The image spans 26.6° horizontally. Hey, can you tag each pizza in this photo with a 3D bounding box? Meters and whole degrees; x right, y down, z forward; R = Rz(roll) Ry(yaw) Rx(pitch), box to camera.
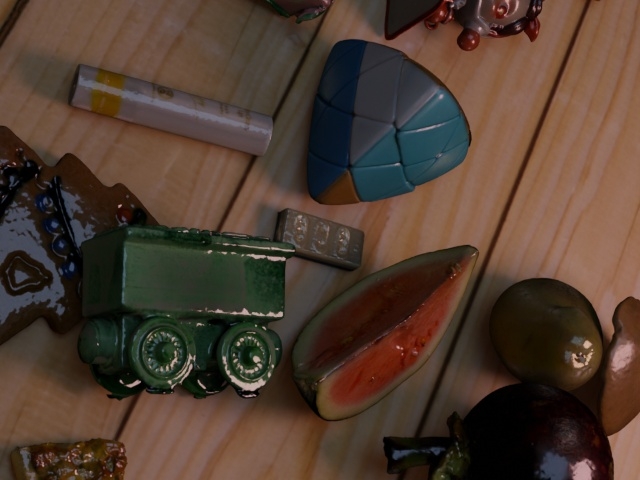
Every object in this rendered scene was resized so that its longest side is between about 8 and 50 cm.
[{"bbox_3d":[-0.279,0.282,1.586,0.175,0.046,0.134,36,64,-9],"label":"pizza"}]

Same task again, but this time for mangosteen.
[{"bbox_3d":[0.222,0.287,1.702,0.289,0.231,0.231,8,72,-15],"label":"mangosteen"}]

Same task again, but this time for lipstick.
[{"bbox_3d":[-0.190,-0.167,1.749,0.264,0.059,0.059,13,70,-19],"label":"lipstick"}]

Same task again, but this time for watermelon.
[{"bbox_3d":[0.060,0.110,1.742,0.303,0.159,0.128,-36,61,-27],"label":"watermelon"}]

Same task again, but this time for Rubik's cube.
[{"bbox_3d":[0.084,-0.136,1.771,0.255,0.254,0.254,7,72,-21],"label":"Rubik's cube"}]

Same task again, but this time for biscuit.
[{"bbox_3d":[-0.320,-0.005,1.654,0.302,0.043,0.278,1,75,-23],"label":"biscuit"}]

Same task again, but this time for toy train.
[{"bbox_3d":[-0.161,0.090,1.619,0.266,0.145,0.201,6,79,-34],"label":"toy train"}]

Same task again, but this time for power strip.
[{"bbox_3d":[0.000,0.000,1.796,0.123,0.032,0.056,16,70,-19],"label":"power strip"}]

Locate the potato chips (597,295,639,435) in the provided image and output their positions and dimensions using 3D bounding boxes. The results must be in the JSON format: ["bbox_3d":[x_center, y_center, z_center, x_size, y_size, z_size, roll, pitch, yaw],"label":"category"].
[{"bbox_3d":[0.423,0.173,1.838,0.062,0.208,0.195,13,27,20],"label":"potato chips"}]

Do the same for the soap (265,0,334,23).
[{"bbox_3d":[-0.078,-0.442,1.806,0.273,0.098,0.217,34,64,-36],"label":"soap"}]

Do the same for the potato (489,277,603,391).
[{"bbox_3d":[0.312,0.131,1.806,0.157,0.194,0.157,-2,100,-12],"label":"potato"}]

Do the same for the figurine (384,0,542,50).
[{"bbox_3d":[0.231,-0.355,1.946,0.226,0.160,0.183,16,70,-27],"label":"figurine"}]
